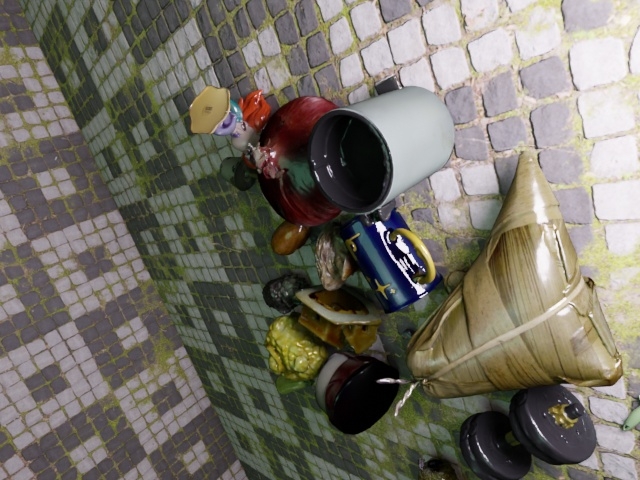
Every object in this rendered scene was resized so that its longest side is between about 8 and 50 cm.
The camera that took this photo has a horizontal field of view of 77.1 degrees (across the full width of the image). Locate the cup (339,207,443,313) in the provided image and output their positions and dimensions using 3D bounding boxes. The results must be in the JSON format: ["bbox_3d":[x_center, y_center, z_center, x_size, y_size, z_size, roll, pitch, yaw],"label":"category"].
[{"bbox_3d":[0.200,0.021,1.026,0.255,0.178,0.256,-34,87,47],"label":"cup"}]

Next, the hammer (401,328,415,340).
[{"bbox_3d":[0.364,0.317,1.153,0.287,0.033,0.111,18,125,39],"label":"hammer"}]

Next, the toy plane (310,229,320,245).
[{"bbox_3d":[0.000,0.000,1.325,0.083,0.031,0.079,-4,111,47],"label":"toy plane"}]

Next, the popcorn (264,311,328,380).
[{"bbox_3d":[-0.096,0.426,1.544,0.250,0.234,0.242,51,168,37],"label":"popcorn"}]

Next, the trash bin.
[{"bbox_3d":[0.136,-0.204,0.879,0.217,0.262,0.278,-11,105,49],"label":"trash bin"}]

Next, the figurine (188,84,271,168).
[{"bbox_3d":[-0.238,-0.352,1.217,0.180,0.257,0.209,-26,66,25],"label":"figurine"}]

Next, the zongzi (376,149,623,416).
[{"bbox_3d":[0.314,0.113,0.907,0.499,0.218,0.468,-23,85,32],"label":"zongzi"}]

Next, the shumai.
[{"bbox_3d":[0.069,0.049,1.184,0.152,0.161,0.210,3,89,46],"label":"shumai"}]

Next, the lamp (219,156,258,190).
[{"bbox_3d":[-0.238,-0.221,1.366,0.214,0.121,0.121,21,128,24],"label":"lamp"}]

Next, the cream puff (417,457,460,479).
[{"bbox_3d":[0.390,0.820,1.351,0.183,0.183,0.169,-15,91,49],"label":"cream puff"}]

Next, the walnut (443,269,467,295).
[{"bbox_3d":[0.351,0.113,1.001,0.092,0.092,0.092,25,130,34],"label":"walnut"}]

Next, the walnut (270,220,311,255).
[{"bbox_3d":[-0.105,-0.011,1.363,0.116,0.115,0.207,53,135,7],"label":"walnut"}]

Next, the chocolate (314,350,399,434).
[{"bbox_3d":[0.104,0.493,1.376,0.186,0.283,0.284,35,138,51],"label":"chocolate"}]

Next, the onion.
[{"bbox_3d":[-0.066,-0.207,1.069,0.347,0.285,0.348,7,100,47],"label":"onion"}]

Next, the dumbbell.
[{"bbox_3d":[0.499,0.484,1.002,0.185,0.185,0.388,43,137,17],"label":"dumbbell"}]

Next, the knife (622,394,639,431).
[{"bbox_3d":[0.689,0.342,0.851,0.030,0.014,0.207,28,130,30],"label":"knife"}]

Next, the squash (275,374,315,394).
[{"bbox_3d":[-0.103,0.638,1.800,0.224,0.094,0.094,-26,95,44],"label":"squash"}]

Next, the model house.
[{"bbox_3d":[0.056,0.283,1.336,0.268,0.173,0.239,33,133,31],"label":"model house"}]

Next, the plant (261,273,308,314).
[{"bbox_3d":[-0.131,0.199,1.508,0.194,0.132,0.129,-16,105,54],"label":"plant"}]
